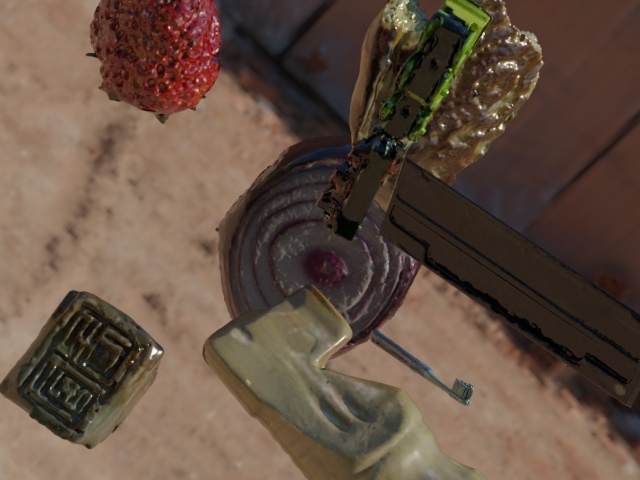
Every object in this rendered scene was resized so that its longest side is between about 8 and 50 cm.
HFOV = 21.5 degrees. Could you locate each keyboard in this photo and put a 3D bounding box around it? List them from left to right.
[{"bbox_3d":[0.118,0.025,1.025,0.198,0.063,0.010,36,38,23],"label":"keyboard"}]

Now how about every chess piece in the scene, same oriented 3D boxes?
[{"bbox_3d":[0.030,0.172,1.459,0.301,0.137,0.137,46,19,8],"label":"chess piece"}]

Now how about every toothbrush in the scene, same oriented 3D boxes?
[{"bbox_3d":[0.096,0.121,1.638,0.016,0.019,0.219,18,5,-24],"label":"toothbrush"}]

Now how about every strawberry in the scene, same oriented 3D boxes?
[{"bbox_3d":[-0.138,-0.187,1.470,0.131,0.148,0.131,25,23,-12],"label":"strawberry"}]

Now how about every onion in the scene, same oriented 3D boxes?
[{"bbox_3d":[0.000,0.000,2.396,0.282,0.336,0.260,29,10,-6],"label":"onion"}]

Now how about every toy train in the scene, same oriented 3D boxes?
[{"bbox_3d":[0.071,-0.107,1.527,0.053,0.249,0.085,34,31,5],"label":"toy train"}]

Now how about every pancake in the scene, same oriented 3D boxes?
[{"bbox_3d":[0.098,-0.145,1.668,0.212,0.257,0.056,28,17,-41],"label":"pancake"}]

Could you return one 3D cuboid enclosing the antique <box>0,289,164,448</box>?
[{"bbox_3d":[-0.265,0.152,1.940,0.125,0.150,0.284,37,-7,1],"label":"antique"}]
